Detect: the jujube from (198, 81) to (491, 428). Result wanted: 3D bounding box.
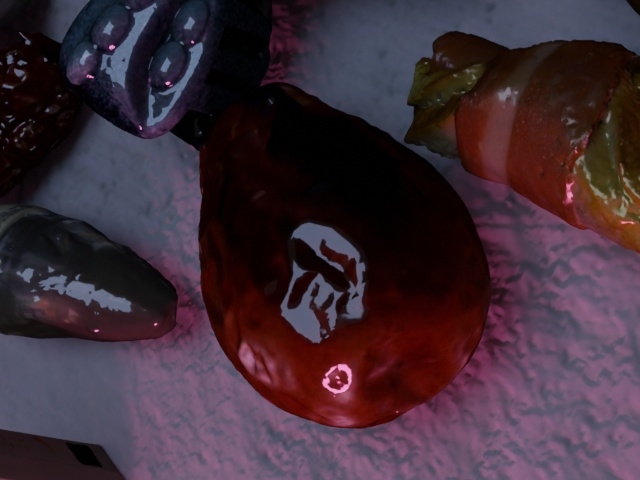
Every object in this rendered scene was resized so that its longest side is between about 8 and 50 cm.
[{"bbox_3d":[0.000,0.000,0.791,0.168,0.168,0.236,-43,53,17],"label":"jujube"}]

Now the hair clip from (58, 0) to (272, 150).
[{"bbox_3d":[-0.045,-0.212,0.870,0.310,0.194,0.206,-35,73,19],"label":"hair clip"}]

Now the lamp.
[{"bbox_3d":[-0.202,0.026,0.948,0.250,0.101,0.101,14,86,29],"label":"lamp"}]

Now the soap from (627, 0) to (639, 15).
[{"bbox_3d":[0.251,-0.213,0.628,0.281,0.143,0.259,-44,17,13],"label":"soap"}]

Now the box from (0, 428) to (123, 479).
[{"bbox_3d":[-0.240,0.191,0.868,0.141,0.201,0.058,-52,53,10],"label":"box"}]

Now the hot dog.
[{"bbox_3d":[0.144,-0.068,0.729,0.261,0.123,0.093,30,120,35],"label":"hot dog"}]

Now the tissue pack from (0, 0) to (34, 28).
[{"bbox_3d":[-0.352,-0.181,1.000,0.159,0.145,0.229,-16,26,32],"label":"tissue pack"}]

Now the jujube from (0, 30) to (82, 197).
[{"bbox_3d":[-0.252,-0.085,1.014,0.166,0.104,0.104,-32,62,8],"label":"jujube"}]
